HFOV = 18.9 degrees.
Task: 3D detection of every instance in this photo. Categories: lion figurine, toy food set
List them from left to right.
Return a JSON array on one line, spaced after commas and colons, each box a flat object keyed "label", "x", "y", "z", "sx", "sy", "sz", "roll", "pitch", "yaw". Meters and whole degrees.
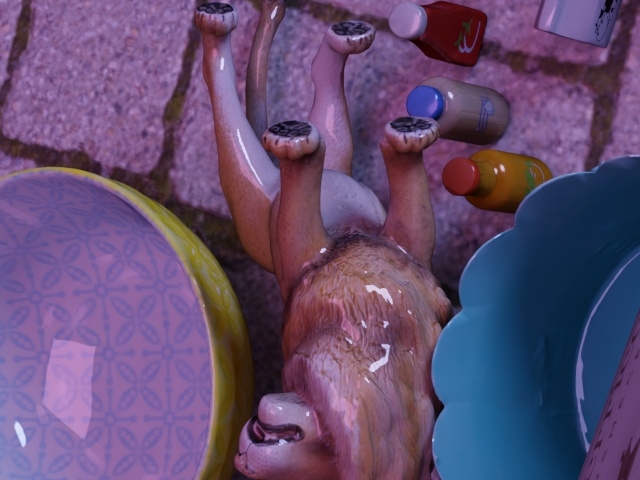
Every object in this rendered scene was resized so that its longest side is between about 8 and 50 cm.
[{"label": "lion figurine", "x": 0.000, "y": 0.000, "z": 1.256, "sx": 0.142, "sy": 0.392, "sz": 0.240, "roll": -5, "pitch": 118, "yaw": -4}, {"label": "toy food set", "x": 0.115, "y": -0.140, "z": 1.243, "sx": 0.111, "sy": 0.104, "sz": 0.232, "roll": 21, "pitch": 99, "yaw": 30}]

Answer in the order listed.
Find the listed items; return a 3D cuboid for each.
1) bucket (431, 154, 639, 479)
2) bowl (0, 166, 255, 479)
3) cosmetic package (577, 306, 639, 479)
[{"label": "bucket", "x": 0.218, "y": 0.092, "z": 1.129, "sx": 0.281, "sy": 0.183, "sz": 0.281, "roll": -2, "pitch": 87, "yaw": 31}, {"label": "bowl", "x": -0.149, "y": 0.097, "z": 1.362, "sx": 0.289, "sy": 0.156, "sz": 0.289, "roll": -1, "pitch": 88, "yaw": 31}, {"label": "cosmetic package", "x": 0.321, "y": 0.041, "z": 0.787, "sx": 0.327, "sy": 0.394, "sz": 0.329, "roll": 21, "pitch": 77, "yaw": 4}]
